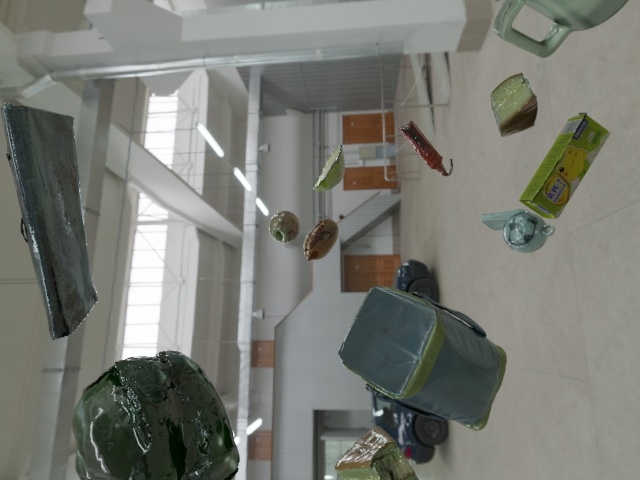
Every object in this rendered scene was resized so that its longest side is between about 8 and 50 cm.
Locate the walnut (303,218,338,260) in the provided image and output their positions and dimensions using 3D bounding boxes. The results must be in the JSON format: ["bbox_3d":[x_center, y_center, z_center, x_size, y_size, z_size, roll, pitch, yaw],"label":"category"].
[{"bbox_3d":[0.000,0.000,1.620,0.207,0.116,0.115,-57,-20,-21],"label":"walnut"}]

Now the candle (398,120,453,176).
[{"bbox_3d":[0.249,-0.211,0.937,0.162,0.048,0.053,46,180,-12],"label":"candle"}]

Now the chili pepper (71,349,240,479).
[{"bbox_3d":[-0.261,0.328,0.658,0.257,0.233,0.248,31,130,41],"label":"chili pepper"}]

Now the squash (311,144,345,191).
[{"bbox_3d":[0.062,-0.275,1.577,0.191,0.085,0.184,-65,14,-20],"label":"squash"}]

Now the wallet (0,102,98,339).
[{"bbox_3d":[-0.458,-0.032,0.706,0.190,0.046,0.378,-133,40,-74],"label":"wallet"}]

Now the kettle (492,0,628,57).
[{"bbox_3d":[0.531,-0.589,0.904,0.205,0.318,0.264,22,107,54],"label":"kettle"}]

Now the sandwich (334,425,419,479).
[{"bbox_3d":[0.200,0.666,1.207,0.227,0.198,0.155,-24,-99,-47],"label":"sandwich"}]

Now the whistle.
[{"bbox_3d":[0.729,-0.028,1.502,0.290,0.164,0.163,-8,82,62],"label":"whistle"}]

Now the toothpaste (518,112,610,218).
[{"bbox_3d":[0.773,-0.234,1.284,0.327,0.110,0.077,-59,11,2],"label":"toothpaste"}]

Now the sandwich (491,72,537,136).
[{"bbox_3d":[0.489,-0.334,1.027,0.258,0.096,0.094,10,-118,-64],"label":"sandwich"}]

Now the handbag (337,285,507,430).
[{"bbox_3d":[0.208,0.235,0.836,0.263,0.241,0.222,6,69,58],"label":"handbag"}]

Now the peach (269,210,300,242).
[{"bbox_3d":[-0.090,-0.036,1.026,0.083,0.083,0.083,-1,-90,-84],"label":"peach"}]
